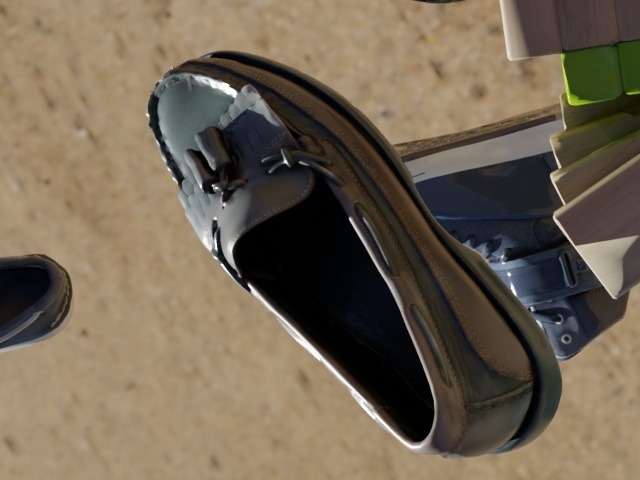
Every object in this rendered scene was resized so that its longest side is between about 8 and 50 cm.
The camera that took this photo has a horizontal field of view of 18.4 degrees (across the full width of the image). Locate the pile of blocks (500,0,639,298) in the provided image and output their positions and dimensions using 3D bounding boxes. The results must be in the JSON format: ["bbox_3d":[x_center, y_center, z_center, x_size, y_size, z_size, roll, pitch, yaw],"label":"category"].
[{"bbox_3d":[0.182,-0.019,0.786,0.362,0.149,0.112,56,-167,-7],"label":"pile of blocks"}]

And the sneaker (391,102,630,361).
[{"bbox_3d":[0.098,0.009,1.279,0.086,0.226,0.163,-99,-4,-80],"label":"sneaker"}]

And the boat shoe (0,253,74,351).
[{"bbox_3d":[-0.311,0.068,1.483,0.079,0.254,0.095,88,170,-75],"label":"boat shoe"}]

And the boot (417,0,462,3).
[{"bbox_3d":[0.119,-0.147,0.956,0.198,0.137,0.077,21,108,53],"label":"boot"}]

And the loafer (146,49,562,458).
[{"bbox_3d":[0.000,0.000,0.934,0.267,0.084,0.096,44,122,25],"label":"loafer"}]
